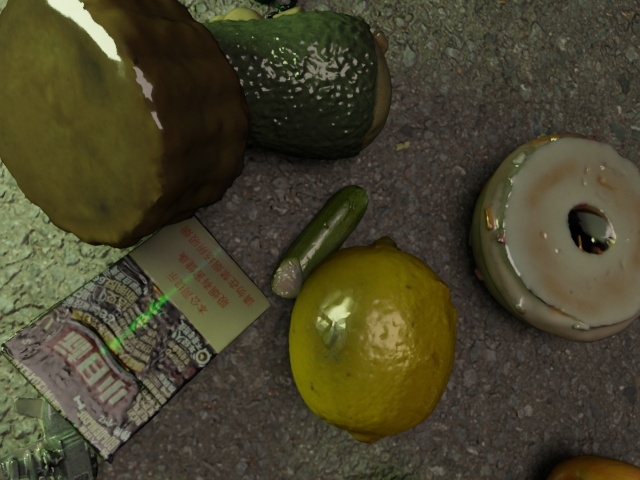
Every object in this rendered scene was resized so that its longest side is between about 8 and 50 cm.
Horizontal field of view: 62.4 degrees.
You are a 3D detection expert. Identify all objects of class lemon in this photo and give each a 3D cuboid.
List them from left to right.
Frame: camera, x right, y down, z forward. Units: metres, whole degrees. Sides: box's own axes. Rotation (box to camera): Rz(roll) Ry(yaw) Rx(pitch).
[{"bbox_3d":[0.076,0.147,0.791,0.261,0.260,0.283,-17,90,-16],"label":"lemon"}]

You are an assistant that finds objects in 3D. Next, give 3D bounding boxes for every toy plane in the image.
[{"bbox_3d":[-0.345,0.327,0.744,0.192,0.088,0.261,-17,92,-43],"label":"toy plane"}]

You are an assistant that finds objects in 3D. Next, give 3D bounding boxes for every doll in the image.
[{"bbox_3d":[-0.066,-0.246,0.819,0.350,0.247,0.247,-2,84,-5],"label":"doll"}]

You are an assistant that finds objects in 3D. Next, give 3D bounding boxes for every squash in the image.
[{"bbox_3d":[0.000,0.000,0.880,0.069,0.069,0.238,40,75,-8],"label":"squash"}]

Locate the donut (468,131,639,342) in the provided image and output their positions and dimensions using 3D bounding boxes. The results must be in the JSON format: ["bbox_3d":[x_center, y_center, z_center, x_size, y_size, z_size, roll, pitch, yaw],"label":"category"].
[{"bbox_3d":[0.442,-0.009,0.960,0.383,0.142,0.382,2,84,-15],"label":"donut"}]

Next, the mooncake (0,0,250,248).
[{"bbox_3d":[-0.253,-0.160,0.672,0.187,0.324,0.323,-29,92,-53],"label":"mooncake"}]

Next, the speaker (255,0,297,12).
[{"bbox_3d":[-0.080,-0.443,0.913,0.095,0.060,0.075,29,79,-10],"label":"speaker"}]

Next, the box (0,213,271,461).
[{"bbox_3d":[-0.248,0.123,0.756,0.198,0.084,0.310,50,60,-5],"label":"box"}]

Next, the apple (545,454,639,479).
[{"bbox_3d":[0.494,0.487,0.871,0.241,0.242,0.242,38,76,-1],"label":"apple"}]
